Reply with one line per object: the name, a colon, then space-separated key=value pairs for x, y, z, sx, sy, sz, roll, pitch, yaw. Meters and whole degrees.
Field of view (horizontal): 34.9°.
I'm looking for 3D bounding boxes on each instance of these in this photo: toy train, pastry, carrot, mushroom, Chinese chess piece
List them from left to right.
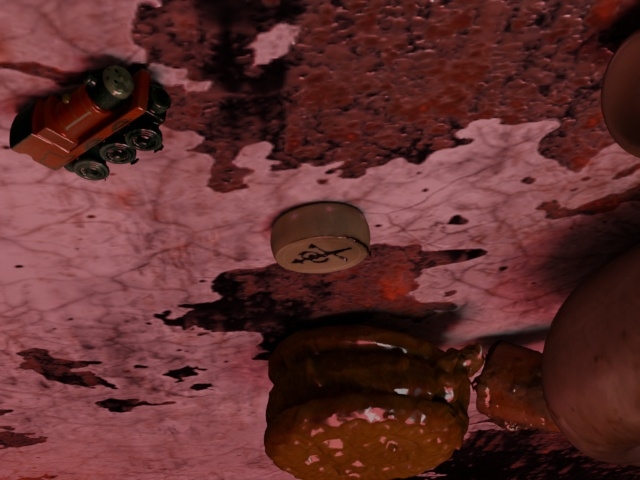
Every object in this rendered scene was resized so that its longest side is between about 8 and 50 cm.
toy train: x=-0.141 y=-0.075 z=0.638 sx=0.103 sy=0.044 sz=0.064 roll=-24 pitch=140 yaw=35
Chinese chess piece: x=0.000 y=0.000 z=0.845 sx=0.084 sy=0.034 sz=0.084 roll=-4 pitch=156 yaw=-2
pastry: x=0.053 y=0.192 z=1.128 sx=0.235 sy=0.132 sz=0.240 roll=7 pitch=154 yaw=1
carrot: x=0.308 y=0.182 z=1.148 sx=0.263 sy=0.102 sz=0.102 roll=12 pitch=163 yaw=23
mushroom: x=0.386 y=0.135 z=0.918 sx=0.362 sy=0.295 sz=0.362 roll=-7 pitch=157 yaw=-3

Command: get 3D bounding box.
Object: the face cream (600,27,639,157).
face cream: x=0.337 y=-0.089 z=0.689 sx=0.341 sy=0.084 sz=0.137 roll=0 pitch=155 yaw=-32
